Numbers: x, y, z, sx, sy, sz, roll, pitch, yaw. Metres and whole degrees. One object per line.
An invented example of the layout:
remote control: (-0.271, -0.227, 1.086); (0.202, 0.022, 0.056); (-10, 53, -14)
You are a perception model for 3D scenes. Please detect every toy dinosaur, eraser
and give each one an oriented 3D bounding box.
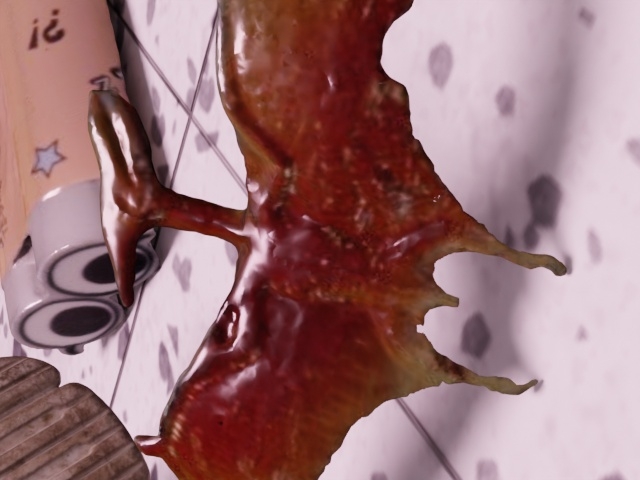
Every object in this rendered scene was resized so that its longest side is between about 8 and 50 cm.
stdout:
toy dinosaur: (0.007, 0.008, 0.562); (0.207, 0.113, 0.327); (-8, 104, 23)
eraser: (-0.195, -0.082, 0.931); (0.171, 0.087, 0.290); (-53, 44, 47)

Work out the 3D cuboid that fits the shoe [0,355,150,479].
shoe: (-0.111, 0.239, 0.701); (0.351, 0.172, 0.198); (54, 154, 25)
